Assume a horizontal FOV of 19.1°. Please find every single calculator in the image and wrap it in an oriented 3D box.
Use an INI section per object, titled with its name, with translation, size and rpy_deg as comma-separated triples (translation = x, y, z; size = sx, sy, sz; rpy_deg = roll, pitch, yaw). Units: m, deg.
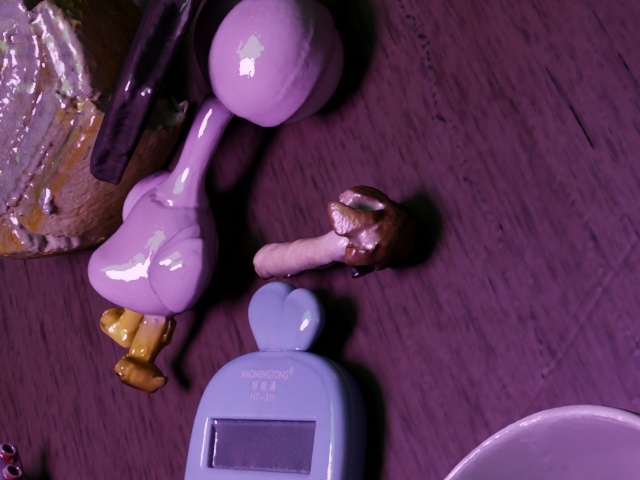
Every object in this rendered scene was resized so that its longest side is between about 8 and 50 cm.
[calculator]
translation = -0.036, 0.177, 1.304
size = 0.188, 0.042, 0.303
rpy_deg = -6, 72, 55

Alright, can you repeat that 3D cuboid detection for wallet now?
[wallet]
translation = -0.107, -0.202, 1.474
size = 0.165, 0.042, 0.309
rpy_deg = 126, 165, -64

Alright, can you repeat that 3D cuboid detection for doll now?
[doll]
translation = -0.083, -0.066, 1.433
size = 0.365, 0.094, 0.160
rpy_deg = -61, 26, 15

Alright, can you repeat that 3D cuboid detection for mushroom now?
[mushroom]
translation = 0.000, 0.000, 1.315
size = 0.187, 0.060, 0.061
rpy_deg = -12, 98, 57

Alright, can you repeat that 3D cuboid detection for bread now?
[bread]
translation = -0.228, -0.087, 1.599
size = 0.186, 0.124, 0.257
rpy_deg = 43, 121, 30

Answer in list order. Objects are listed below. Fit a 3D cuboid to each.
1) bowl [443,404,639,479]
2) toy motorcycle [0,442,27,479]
[bowl]
translation = 0.156, 0.233, 0.909
size = 0.287, 0.143, 0.287
rpy_deg = -28, 53, 46
[toy motorcycle]
translation = -0.251, 0.250, 1.545
size = 0.122, 0.082, 0.213
rpy_deg = -55, 39, 27
